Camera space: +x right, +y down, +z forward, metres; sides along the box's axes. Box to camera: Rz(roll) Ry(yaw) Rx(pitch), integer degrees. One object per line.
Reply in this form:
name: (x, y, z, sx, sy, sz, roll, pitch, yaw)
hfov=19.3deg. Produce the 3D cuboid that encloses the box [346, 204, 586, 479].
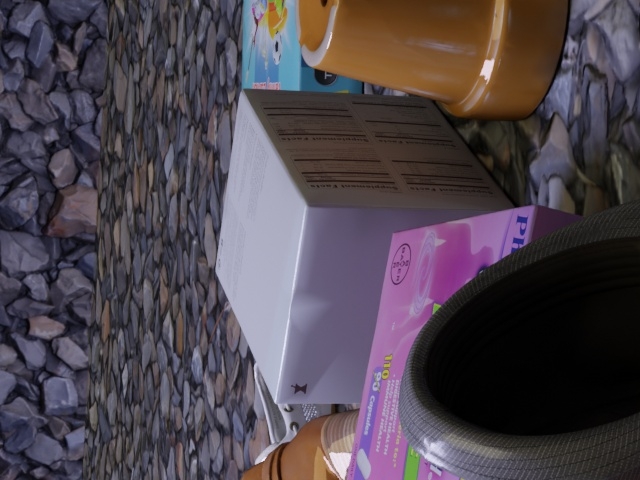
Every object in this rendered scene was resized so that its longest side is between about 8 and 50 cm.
box: (0.135, 0.098, 1.427, 0.243, 0.117, 0.214, -10, 67, 66)

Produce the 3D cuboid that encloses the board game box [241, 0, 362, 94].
board game box: (-0.023, -0.249, 2.145, 0.254, 0.079, 0.336, -167, 78, -73)

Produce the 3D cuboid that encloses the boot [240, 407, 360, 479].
boot: (0.038, 0.296, 1.681, 0.220, 0.109, 0.283, -30, 82, 43)

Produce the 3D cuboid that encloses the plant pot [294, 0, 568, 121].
plant pot: (0.084, -0.206, 1.595, 0.205, 0.187, 0.205, 180, 90, -73)

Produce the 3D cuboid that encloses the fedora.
fedora: (0.189, 0.098, 1.219, 0.243, 0.275, 0.124, 30, 146, 51)

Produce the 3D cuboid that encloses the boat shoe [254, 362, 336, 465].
boat shoe: (-0.028, 0.255, 2.112, 0.098, 0.096, 0.277, 113, 152, -51)

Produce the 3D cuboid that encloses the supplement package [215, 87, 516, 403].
supplement package: (0.034, 0.002, 1.738, 0.263, 0.198, 0.199, -119, 35, -60)
